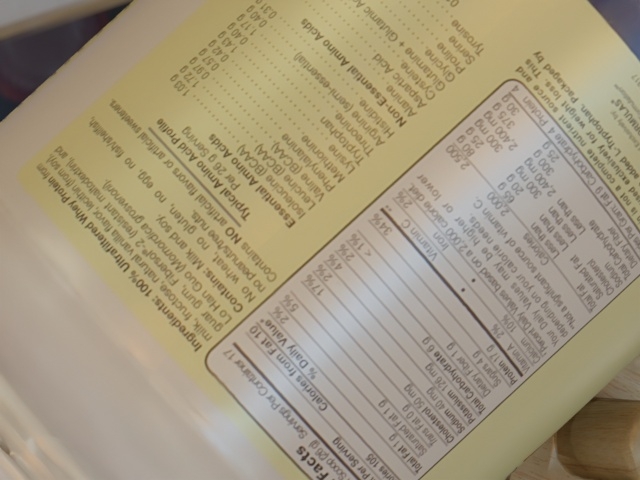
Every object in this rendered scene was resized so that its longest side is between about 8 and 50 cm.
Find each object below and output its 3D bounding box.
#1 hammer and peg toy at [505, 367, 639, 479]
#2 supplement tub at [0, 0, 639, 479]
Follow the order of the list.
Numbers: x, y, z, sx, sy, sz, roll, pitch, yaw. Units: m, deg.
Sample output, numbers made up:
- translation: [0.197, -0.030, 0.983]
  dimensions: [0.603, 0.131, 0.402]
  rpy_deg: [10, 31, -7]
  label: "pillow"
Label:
- translation: [0.121, 0.178, 0.899]
  dimensions: [0.127, 0.361, 0.266]
  rpy_deg: [-3, 66, 60]
  label: "hammer and peg toy"
- translation: [0.000, 0.000, 0.768]
  dimensions: [0.235, 0.325, 0.235]
  rpy_deg: [47, 178, 2]
  label: "supplement tub"
